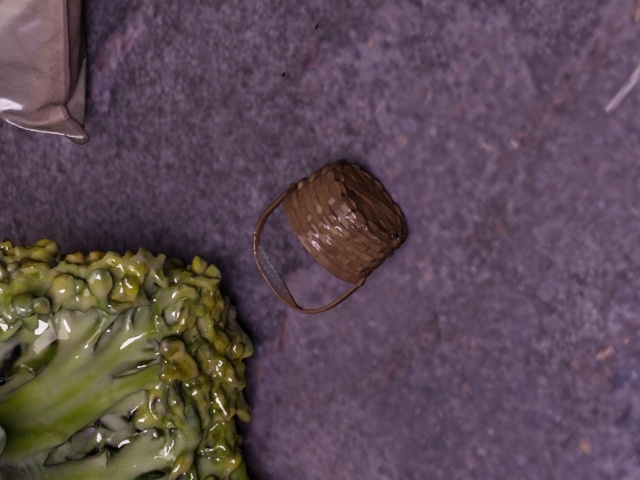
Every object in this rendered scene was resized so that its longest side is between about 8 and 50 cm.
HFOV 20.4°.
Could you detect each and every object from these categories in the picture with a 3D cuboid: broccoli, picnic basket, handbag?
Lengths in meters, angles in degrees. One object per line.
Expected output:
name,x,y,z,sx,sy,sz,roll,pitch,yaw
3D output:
broccoli,-0.127,0.101,1.044,0.180,0.273,0.242,-16,91,6
picnic basket,0.000,0.000,1.010,0.083,0.072,0.072,-40,74,23
handbag,-0.240,-0.183,1.133,0.270,0.117,0.182,28,129,31
